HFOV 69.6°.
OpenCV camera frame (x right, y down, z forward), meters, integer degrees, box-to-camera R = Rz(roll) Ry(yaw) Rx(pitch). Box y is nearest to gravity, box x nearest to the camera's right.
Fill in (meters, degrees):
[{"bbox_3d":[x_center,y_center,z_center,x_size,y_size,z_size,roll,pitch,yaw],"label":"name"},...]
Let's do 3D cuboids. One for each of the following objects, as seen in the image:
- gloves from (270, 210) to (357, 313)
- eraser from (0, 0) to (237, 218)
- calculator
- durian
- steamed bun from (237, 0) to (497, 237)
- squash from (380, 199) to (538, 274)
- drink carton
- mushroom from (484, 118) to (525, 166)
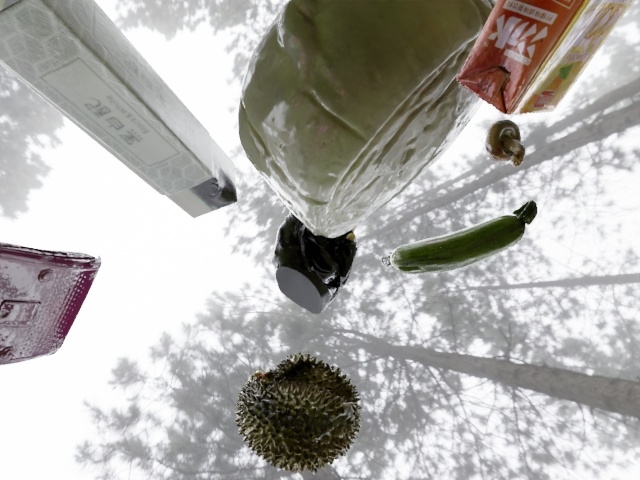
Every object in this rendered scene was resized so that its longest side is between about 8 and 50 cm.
[{"bbox_3d":[0.000,0.000,0.792,0.164,0.124,0.203,47,-133,-14],"label":"gloves"},{"bbox_3d":[-0.247,-0.168,0.617,0.096,0.404,0.098,-20,-119,12],"label":"eraser"},{"bbox_3d":[-0.298,0.062,0.424,0.034,0.190,0.127,28,-88,20],"label":"calculator"},{"bbox_3d":[-0.055,0.391,1.031,0.292,0.258,0.258,13,-100,2],"label":"durian"},{"bbox_3d":[0.063,-0.205,0.586,0.383,0.236,0.247,-45,-109,3],"label":"steamed bun"},{"bbox_3d":[0.252,0.015,0.867,0.071,0.318,0.080,7,-115,-57],"label":"squash"},{"bbox_3d":[0.210,-0.215,0.367,0.096,0.223,0.071,-15,-128,-40],"label":"drink carton"},{"bbox_3d":[0.366,-0.188,0.919,0.088,0.072,0.130,55,-149,-33],"label":"mushroom"}]
